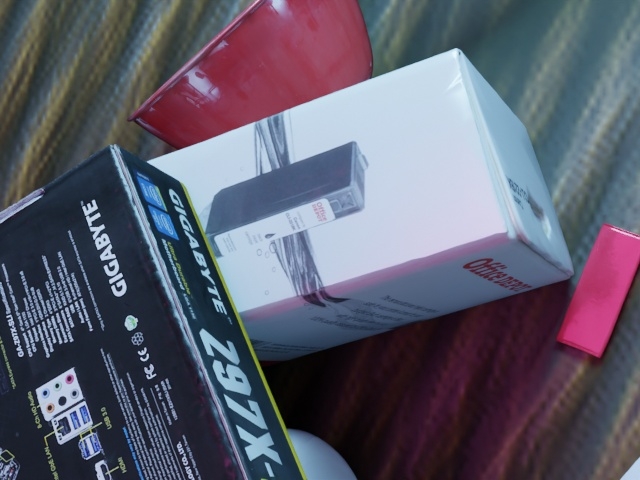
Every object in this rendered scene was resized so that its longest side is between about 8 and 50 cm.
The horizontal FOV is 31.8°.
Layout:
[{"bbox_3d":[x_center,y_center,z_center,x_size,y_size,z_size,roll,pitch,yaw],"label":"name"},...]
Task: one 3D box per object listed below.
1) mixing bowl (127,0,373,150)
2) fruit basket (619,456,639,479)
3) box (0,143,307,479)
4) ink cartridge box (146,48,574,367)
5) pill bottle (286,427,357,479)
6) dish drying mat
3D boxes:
[{"bbox_3d":[-0.031,-0.109,0.759,0.181,0.181,0.098,-40,103,12],"label":"mixing bowl"},{"bbox_3d":[0.332,0.129,0.539,0.327,0.165,0.353,-54,45,14],"label":"fruit basket"},{"bbox_3d":[-0.136,0.149,0.561,0.257,0.079,0.322,-32,65,14],"label":"box"},{"bbox_3d":[0.000,0.000,0.700,0.273,0.197,0.114,-17,77,18],"label":"ink cartridge box"},{"bbox_3d":[-0.173,0.263,0.716,0.408,0.229,0.229,-14,78,19],"label":"pill bottle"},{"bbox_3d":[0.183,0.032,0.728,0.032,0.008,0.083,22,92,23],"label":"dish drying mat"}]
